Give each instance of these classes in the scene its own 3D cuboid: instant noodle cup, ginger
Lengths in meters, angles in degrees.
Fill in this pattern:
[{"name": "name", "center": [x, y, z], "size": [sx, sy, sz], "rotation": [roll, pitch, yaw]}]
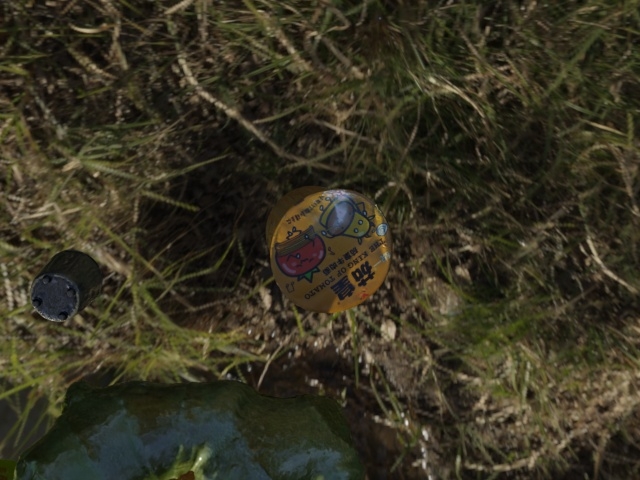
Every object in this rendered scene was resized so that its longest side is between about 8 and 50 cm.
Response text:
[{"name": "instant noodle cup", "center": [0.000, 0.000, 1.489], "size": [0.215, 0.172, 0.216], "rotation": [-4, 105, -15]}, {"name": "ginger", "center": [-0.096, 0.179, 0.702], "size": [0.290, 0.089, 0.137], "rotation": [13, 70, -21]}]

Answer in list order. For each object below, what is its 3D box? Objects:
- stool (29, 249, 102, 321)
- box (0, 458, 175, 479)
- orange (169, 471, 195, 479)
[{"name": "stool", "center": [-0.394, 0.071, 1.317], "size": [0.096, 0.110, 0.096], "rotation": [1, 108, 3]}, {"name": "box", "center": [-0.227, 0.296, 0.888], "size": [0.335, 0.187, 0.047], "rotation": [16, 93, -24]}, {"name": "orange", "center": [-0.310, 0.411, 1.467], "size": [0.249, 0.249, 0.183], "rotation": [41, 109, -7]}]
